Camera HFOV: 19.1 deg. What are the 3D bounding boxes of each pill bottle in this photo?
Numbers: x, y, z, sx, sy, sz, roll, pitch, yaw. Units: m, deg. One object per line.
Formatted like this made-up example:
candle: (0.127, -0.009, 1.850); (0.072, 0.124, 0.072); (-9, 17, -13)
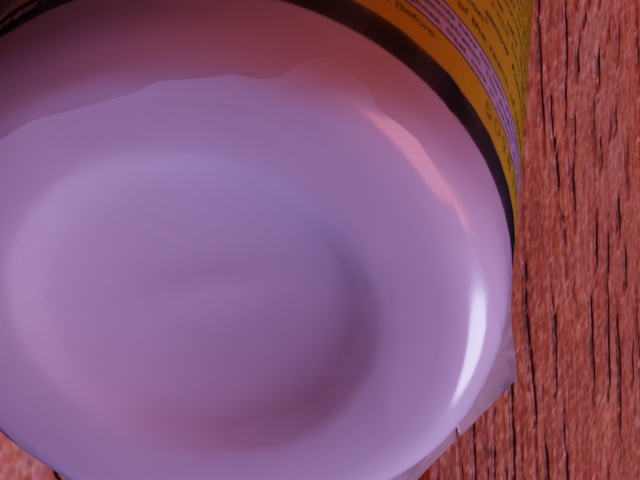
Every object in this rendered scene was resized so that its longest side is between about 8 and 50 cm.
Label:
pill bottle: (-0.016, -0.075, 0.692); (0.334, 0.188, 0.188); (-77, 158, -53)

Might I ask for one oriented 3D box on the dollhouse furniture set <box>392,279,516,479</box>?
dollhouse furniture set: (0.000, 0.000, 0.864); (0.129, 0.129, 0.184); (-38, 130, -50)
